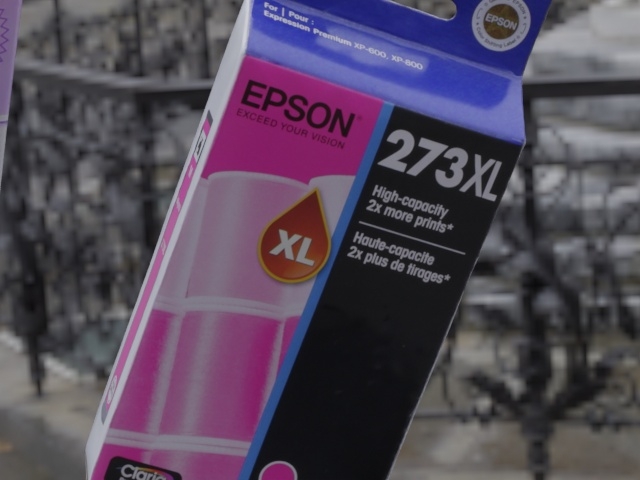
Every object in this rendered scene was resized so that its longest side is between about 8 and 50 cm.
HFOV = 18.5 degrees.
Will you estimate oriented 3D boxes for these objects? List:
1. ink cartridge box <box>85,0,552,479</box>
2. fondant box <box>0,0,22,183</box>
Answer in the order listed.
[{"bbox_3d":[0.000,0.000,1.158,0.176,0.371,0.069,17,14,-13],"label":"ink cartridge box"},{"bbox_3d":[-0.286,-0.027,0.727,0.330,0.238,0.096,-5,26,-34],"label":"fondant box"}]
